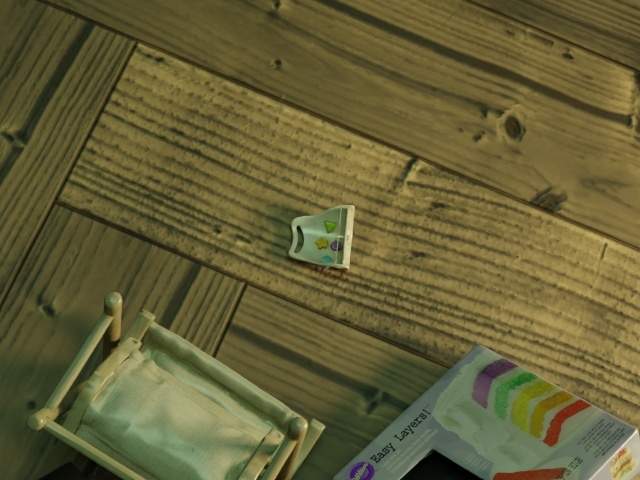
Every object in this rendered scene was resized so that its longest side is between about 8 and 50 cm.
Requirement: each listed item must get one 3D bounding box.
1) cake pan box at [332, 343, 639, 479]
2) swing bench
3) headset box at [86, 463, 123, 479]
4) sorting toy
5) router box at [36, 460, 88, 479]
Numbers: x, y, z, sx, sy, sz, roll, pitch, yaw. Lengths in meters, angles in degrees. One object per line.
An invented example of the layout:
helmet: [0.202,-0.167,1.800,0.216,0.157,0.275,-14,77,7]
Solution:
cake pan box: [0.182,0.260,1.981,0.267,0.070,0.246,-39,43,-23]
swing bench: [-0.148,0.198,1.929,0.253,0.254,0.165,32,86,7]
headset box: [-0.235,0.284,1.976,0.062,0.032,0.083,32,65,7]
sorting toy: [0.000,0.000,2.150,0.075,0.045,0.083,6,64,1]
router box: [-0.245,0.398,1.823,0.309,0.081,0.243,46,31,12]
